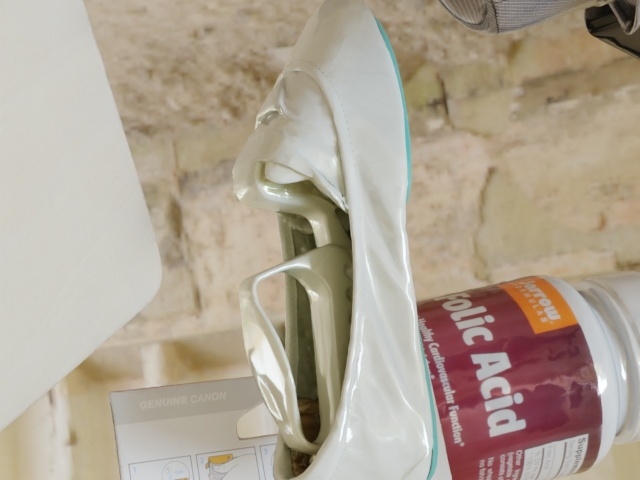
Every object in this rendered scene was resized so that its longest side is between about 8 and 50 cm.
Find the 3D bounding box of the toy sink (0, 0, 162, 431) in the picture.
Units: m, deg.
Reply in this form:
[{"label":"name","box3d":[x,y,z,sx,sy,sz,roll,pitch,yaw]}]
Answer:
[{"label":"toy sink","box3d":[-0.186,0.002,0.397,0.131,0.153,0.234,0,-153,30]}]

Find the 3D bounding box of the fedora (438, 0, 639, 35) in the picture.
[{"label":"fedora","box3d":[0.108,-0.231,0.743,0.124,0.275,0.244,-26,144,7]}]

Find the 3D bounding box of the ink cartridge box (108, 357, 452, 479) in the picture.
[{"label":"ink cartridge box","box3d":[-0.021,0.242,0.965,0.296,0.261,0.066,-3,160,-24]}]

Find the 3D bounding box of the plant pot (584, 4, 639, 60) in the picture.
[{"label":"plant pot","box3d":[0.323,-0.228,0.859,0.188,0.187,0.167,17,164,-38]}]

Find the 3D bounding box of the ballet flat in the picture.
[{"label":"ballet flat","box3d":[0.000,0.000,0.866,0.139,0.400,0.139,-6,171,-1]}]

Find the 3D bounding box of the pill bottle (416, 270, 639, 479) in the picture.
[{"label":"pill bottle","box3d":[0.182,0.162,1.272,0.392,0.224,0.224,-12,176,-13]}]
